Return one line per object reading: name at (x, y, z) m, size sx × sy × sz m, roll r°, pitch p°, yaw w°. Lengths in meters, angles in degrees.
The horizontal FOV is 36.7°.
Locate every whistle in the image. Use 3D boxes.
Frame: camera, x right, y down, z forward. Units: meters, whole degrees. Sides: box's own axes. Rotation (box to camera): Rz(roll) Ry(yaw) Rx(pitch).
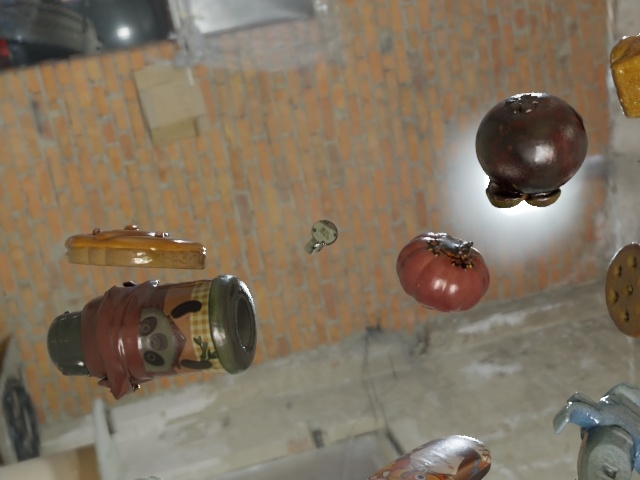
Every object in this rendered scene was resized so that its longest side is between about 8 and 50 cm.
whistle at (0.406, 0.281, 1.345) m, size 0.093 × 0.180 × 0.269 m, roll -54°, pitch 175°, yaw 29°

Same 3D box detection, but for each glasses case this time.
glasses case at (0.186, 0.441, 1.766) m, size 0.122 × 0.321 × 0.082 m, roll 9°, pitch -68°, yaw 46°

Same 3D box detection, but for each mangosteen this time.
mangosteen at (0.374, -0.162, 1.711) m, size 0.210 × 0.210 × 0.209 m, roll 166°, pitch -90°, yaw -80°

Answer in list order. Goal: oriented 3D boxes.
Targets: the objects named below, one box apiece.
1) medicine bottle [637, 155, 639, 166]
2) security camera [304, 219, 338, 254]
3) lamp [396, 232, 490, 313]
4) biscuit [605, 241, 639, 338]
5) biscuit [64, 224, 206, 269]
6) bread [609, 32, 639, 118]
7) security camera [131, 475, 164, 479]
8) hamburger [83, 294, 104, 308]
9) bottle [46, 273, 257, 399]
medicine bottle at (0.457, -0.167, 1.042) m, size 0.249 × 0.133 × 0.133 m, roll -63°, pitch -163°, yaw 5°
security camera at (0.000, 0.000, 1.960) m, size 0.092 × 0.058 × 0.058 m, roll 116°, pitch -41°, yaw -67°
lamp at (0.234, 0.054, 1.826) m, size 0.182 × 0.182 × 0.140 m, roll -116°, pitch -143°, yaw -51°
biscuit at (0.718, 0.111, 2.164) m, size 0.220 × 0.066 × 0.220 m, roll -178°, pitch -90°, yaw -75°
biscuit at (-0.212, 0.008, 1.154) m, size 0.170 × 0.170 × 0.050 m, roll 176°, pitch -83°, yaw -80°
bread at (0.719, -0.344, 1.881) m, size 0.132 × 0.294 × 0.166 m, roll -49°, pitch 124°, yaw -54°
security camera at (-0.271, 0.369, 1.111) m, size 0.195 × 0.236 × 0.194 m, roll -18°, pitch -112°, yaw 54°
hamburger at (-0.431, 0.133, 1.908) m, size 0.083 × 0.076 × 0.044 m, roll -28°, pitch -100°, yaw 45°
bottle at (-0.227, 0.131, 1.278) m, size 0.143 × 0.271 × 0.156 m, roll 66°, pitch 20°, yaw -50°
